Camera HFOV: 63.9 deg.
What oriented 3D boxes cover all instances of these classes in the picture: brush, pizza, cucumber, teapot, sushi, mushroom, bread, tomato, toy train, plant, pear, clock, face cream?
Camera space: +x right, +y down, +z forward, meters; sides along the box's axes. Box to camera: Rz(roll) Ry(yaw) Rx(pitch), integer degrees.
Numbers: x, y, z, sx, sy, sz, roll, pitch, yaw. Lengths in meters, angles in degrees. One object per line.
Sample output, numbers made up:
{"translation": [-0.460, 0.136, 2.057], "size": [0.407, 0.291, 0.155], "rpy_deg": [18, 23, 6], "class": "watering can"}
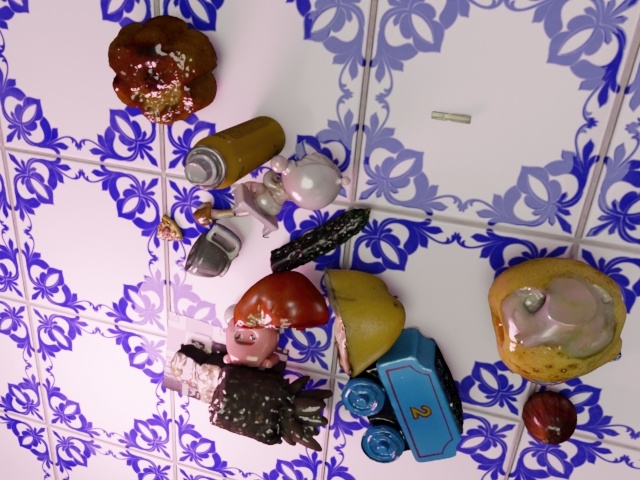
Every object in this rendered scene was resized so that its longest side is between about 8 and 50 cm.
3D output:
{"translation": [0.276, -0.259, 1.084], "size": [0.083, 0.013, 0.016], "rpy_deg": [13, 110, 19], "class": "brush"}
{"translation": [-0.412, -0.019, 1.374], "size": [0.078, 0.025, 0.083], "rpy_deg": [-37, 98, 23], "class": "pizza"}
{"translation": [0.001, 0.001, 1.235], "size": [0.300, 0.072, 0.072], "rpy_deg": [-27, 102, 24], "class": "cucumber"}
{"translation": [-0.274, 0.032, 1.324], "size": [0.108, 0.111, 0.149], "rpy_deg": [28, 87, -25], "class": "teapot"}
{"translation": [-0.303, 0.398, 1.467], "size": [0.373, 0.100, 0.296], "rpy_deg": [17, 115, 9], "class": "sushi"}
{"translation": [-0.229, -0.075, 1.286], "size": [0.187, 0.060, 0.061], "rpy_deg": [-7, 94, 10], "class": "mushroom"}
{"translation": [-0.347, -0.373, 1.155], "size": [0.246, 0.135, 0.232], "rpy_deg": [1, 125, 13], "class": "bread"}
{"translation": [-0.091, 0.142, 1.225], "size": [0.233, 0.200, 0.140], "rpy_deg": [-3, 84, 27], "class": "tomato"}
{"translation": [0.209, 0.396, 1.274], "size": [0.265, 0.188, 0.300], "rpy_deg": [-19, 103, 17], "class": "toy train"}
{"translation": [-0.124, 0.446, 1.343], "size": [0.320, 0.181, 0.194], "rpy_deg": [19, 91, -15], "class": "plant"}
{"translation": [0.110, 0.177, 1.207], "size": [0.178, 0.267, 0.267], "rpy_deg": [-12, 108, 0], "class": "pear"}
{"translation": [-0.183, 0.249, 1.365], "size": [0.166, 0.093, 0.162], "rpy_deg": [2, 90, 16], "class": "clock"}
{"translation": [0.484, 0.160, 1.062], "size": [0.271, 0.271, 0.271], "rpy_deg": [6, 112, 14], "class": "pear"}
{"translation": [-0.176, -0.181, 1.060], "size": [0.105, 0.349, 0.105], "rpy_deg": [6, 112, 14], "class": "face cream"}

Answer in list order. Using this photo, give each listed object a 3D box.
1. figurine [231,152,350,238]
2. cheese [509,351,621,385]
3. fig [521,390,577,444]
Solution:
{"translation": [-0.061, -0.117, 1.143], "size": [0.256, 0.144, 0.182], "rpy_deg": [-24, 121, 20], "class": "figurine"}
{"translation": [0.554, 0.264, 1.183], "size": [0.244, 0.062, 0.155], "rpy_deg": [-15, 104, 21], "class": "cheese"}
{"translation": [0.545, 0.418, 1.214], "size": [0.128, 0.150, 0.128], "rpy_deg": [-3, 73, 9], "class": "fig"}
